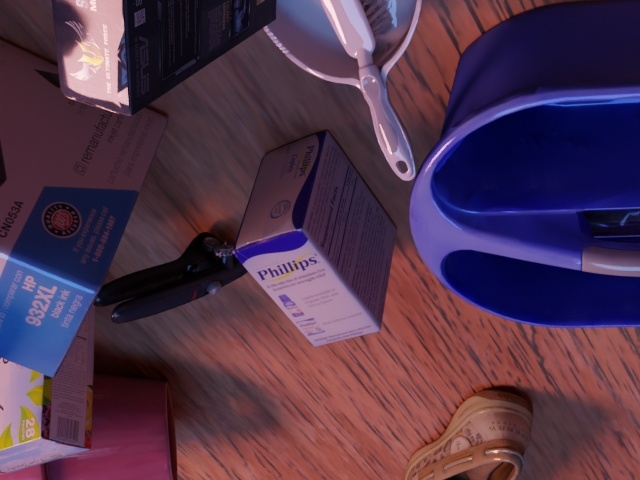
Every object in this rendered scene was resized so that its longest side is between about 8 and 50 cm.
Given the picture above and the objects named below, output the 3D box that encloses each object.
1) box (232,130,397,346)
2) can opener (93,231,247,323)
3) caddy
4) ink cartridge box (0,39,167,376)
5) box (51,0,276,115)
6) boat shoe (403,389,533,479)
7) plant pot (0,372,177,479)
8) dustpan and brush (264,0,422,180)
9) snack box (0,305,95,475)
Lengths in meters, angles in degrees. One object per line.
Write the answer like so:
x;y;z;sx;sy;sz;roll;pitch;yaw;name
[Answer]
0.000;0.000;0.868;0.072;0.126;0.137;-17;129;28;box
-0.132;0.040;0.913;0.059;0.186;0.073;25;113;22;can opener
0.239;-0.041;0.741;0.341;0.179;0.241;-2;135;13;caddy
-0.307;-0.060;0.796;0.307;0.223;0.129;24;133;-13;ink cartridge box
-0.088;-0.217;0.594;0.059;0.183;0.233;20;129;20;box
0.161;0.282;1.147;0.104;0.089;0.285;13;136;-3;boat shoe
-0.258;0.232;1.123;0.180;0.201;0.201;-6;136;-6;plant pot
0.029;-0.146;0.709;0.147;0.060;0.211;-17;109;28;dustpan and brush
-0.309;0.122;0.991;0.174;0.207;0.070;-20;151;29;snack box
